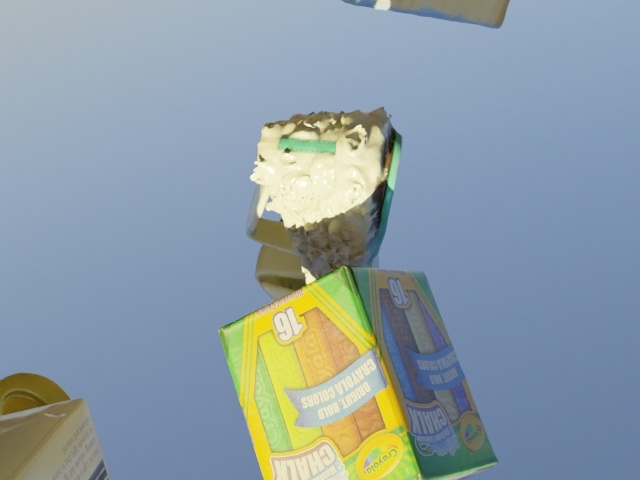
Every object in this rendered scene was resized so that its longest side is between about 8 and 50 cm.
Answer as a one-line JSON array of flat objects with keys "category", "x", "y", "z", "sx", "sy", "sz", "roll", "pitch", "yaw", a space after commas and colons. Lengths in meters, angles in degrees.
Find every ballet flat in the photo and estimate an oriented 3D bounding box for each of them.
[{"category": "ballet flat", "x": 0.000, "y": 0.000, "z": 1.052, "sx": 0.147, "sy": 0.409, "sz": 0.147, "roll": 0, "pitch": -118, "yaw": 0}]

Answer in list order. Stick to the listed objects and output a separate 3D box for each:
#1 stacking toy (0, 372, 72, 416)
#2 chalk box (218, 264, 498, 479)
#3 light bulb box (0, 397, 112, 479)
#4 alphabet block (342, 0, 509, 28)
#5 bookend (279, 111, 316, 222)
[{"category": "stacking toy", "x": -0.449, "y": 0.201, "z": 1.206, "sx": 0.130, "sy": 0.309, "sz": 0.279, "roll": -33, "pitch": -167, "yaw": 39}, {"category": "chalk box", "x": 0.036, "y": 0.142, "z": 0.857, "sx": 0.132, "sy": 0.213, "sz": 0.132, "roll": -29, "pitch": 161, "yaw": 28}, {"category": "light bulb box", "x": -0.309, "y": 0.349, "z": 0.820, "sx": 0.358, "sy": 0.361, "sz": 0.225, "roll": -14, "pitch": -170, "yaw": 9}, {"category": "alphabet block", "x": 0.111, "y": -0.365, "z": 1.216, "sx": 0.193, "sy": 0.197, "sz": 0.192, "roll": 5, "pitch": -149, "yaw": -18}, {"category": "bookend", "x": -0.017, "y": -0.055, "z": 1.476, "sx": 0.072, "sy": 0.157, "sz": 0.156, "roll": -20, "pitch": -153, "yaw": 49}]
